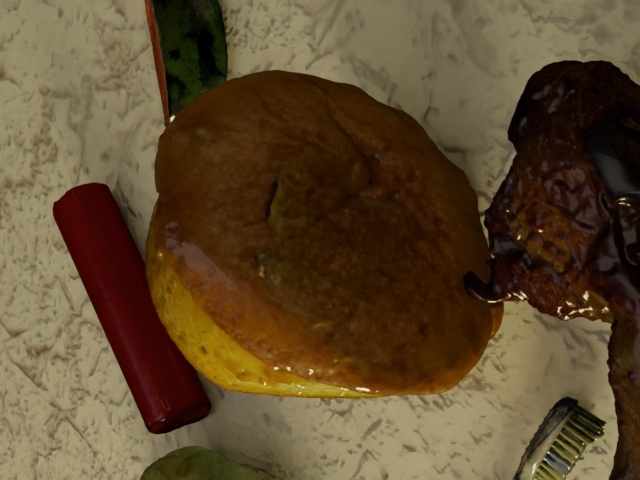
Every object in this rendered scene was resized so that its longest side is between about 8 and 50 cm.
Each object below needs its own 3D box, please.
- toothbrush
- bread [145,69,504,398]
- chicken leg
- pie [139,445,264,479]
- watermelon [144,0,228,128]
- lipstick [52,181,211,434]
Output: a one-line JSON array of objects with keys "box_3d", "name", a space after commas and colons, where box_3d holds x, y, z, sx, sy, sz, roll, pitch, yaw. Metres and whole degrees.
[{"box_3d": [0.120, 0.290, 0.787, 0.042, 0.035, 0.413, 37, 121, 33], "name": "toothbrush"}, {"box_3d": [0.000, 0.000, 0.717, 0.146, 0.268, 0.268, -45, 64, 52], "name": "bread"}, {"box_3d": [0.185, 0.043, 0.615, 0.177, 0.083, 0.322, -28, 77, 25], "name": "chicken leg"}, {"box_3d": [-0.098, 0.334, 0.973, 0.257, 0.106, 0.274, -41, 67, 51], "name": "pie"}, {"box_3d": [-0.140, -0.189, 0.968, 0.119, 0.063, 0.245, -3, 100, 64], "name": "watermelon"}, {"box_3d": [-0.200, 0.069, 1.056, 0.073, 0.073, 0.279, -47, 62, 39], "name": "lipstick"}]
